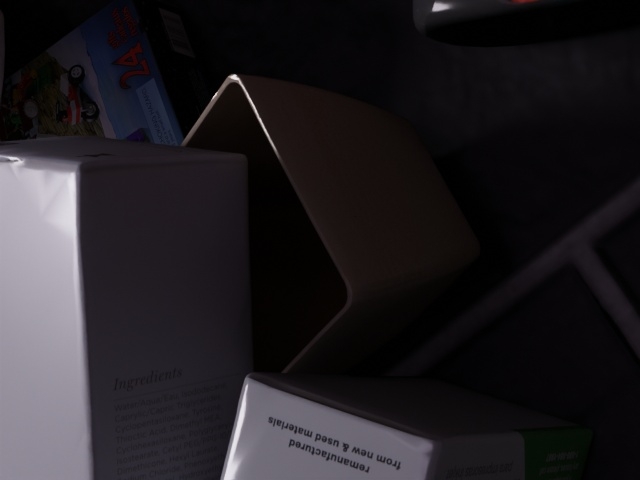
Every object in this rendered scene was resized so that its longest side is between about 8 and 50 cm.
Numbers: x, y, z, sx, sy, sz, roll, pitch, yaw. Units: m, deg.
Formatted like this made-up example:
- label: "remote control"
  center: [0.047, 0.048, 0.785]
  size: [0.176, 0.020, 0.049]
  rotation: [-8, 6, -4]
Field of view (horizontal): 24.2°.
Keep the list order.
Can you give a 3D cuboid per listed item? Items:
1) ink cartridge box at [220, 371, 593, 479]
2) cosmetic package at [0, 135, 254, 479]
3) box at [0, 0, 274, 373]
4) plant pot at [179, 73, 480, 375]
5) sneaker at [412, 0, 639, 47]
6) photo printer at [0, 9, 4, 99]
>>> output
- label: "ink cartridge box"
  center: [0.019, 0.163, 0.581]
  size: [0.087, 0.153, 0.208]
  rotation: [16, 94, 31]
- label: "cosmetic package"
  center: [-0.089, 0.075, 0.614]
  size: [0.117, 0.085, 0.231]
  rotation: [11, 104, 49]
- label: "box"
  center: [-0.103, 0.018, 0.734]
  size: [0.159, 0.044, 0.233]
  rotation: [-31, 70, 25]
- label: "plant pot"
  center: [0.000, 0.000, 0.632]
  size: [0.109, 0.096, 0.109]
  rotation: [-49, 61, 43]
- label: "sneaker"
  center: [0.153, -0.164, 0.571]
  size: [0.270, 0.090, 0.145]
  rotation: [-4, 85, 34]
- label: "photo printer"
  center: [-0.282, -0.050, 0.777]
  size: [0.307, 0.107, 0.256]
  rotation: [34, 109, 42]
